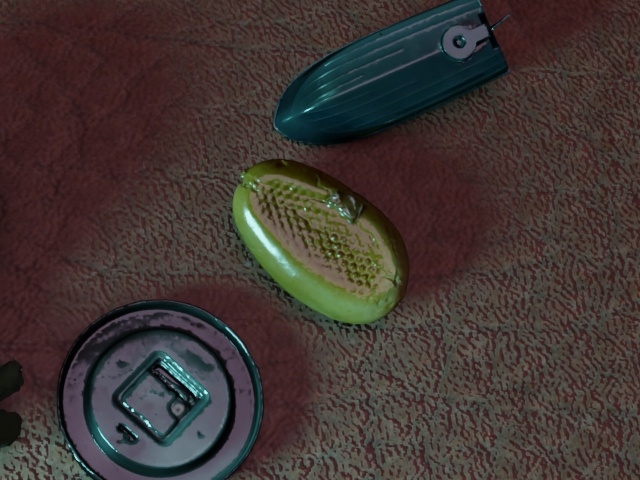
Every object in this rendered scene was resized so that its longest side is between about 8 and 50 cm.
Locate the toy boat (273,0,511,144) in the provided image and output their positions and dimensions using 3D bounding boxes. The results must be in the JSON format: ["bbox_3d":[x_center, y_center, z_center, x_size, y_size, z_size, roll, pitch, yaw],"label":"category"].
[{"bbox_3d":[0.067,-0.159,1.518,0.246,0.103,0.093,-24,91,-5],"label":"toy boat"}]

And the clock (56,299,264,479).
[{"bbox_3d":[-0.143,0.144,1.384,0.184,0.040,0.184,4,69,-11],"label":"clock"}]

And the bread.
[{"bbox_3d":[0.000,0.000,1.447,0.189,0.077,0.114,39,88,3],"label":"bread"}]

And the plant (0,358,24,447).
[{"bbox_3d":[-0.352,0.140,1.288,0.203,0.142,0.131,4,76,-5],"label":"plant"}]
